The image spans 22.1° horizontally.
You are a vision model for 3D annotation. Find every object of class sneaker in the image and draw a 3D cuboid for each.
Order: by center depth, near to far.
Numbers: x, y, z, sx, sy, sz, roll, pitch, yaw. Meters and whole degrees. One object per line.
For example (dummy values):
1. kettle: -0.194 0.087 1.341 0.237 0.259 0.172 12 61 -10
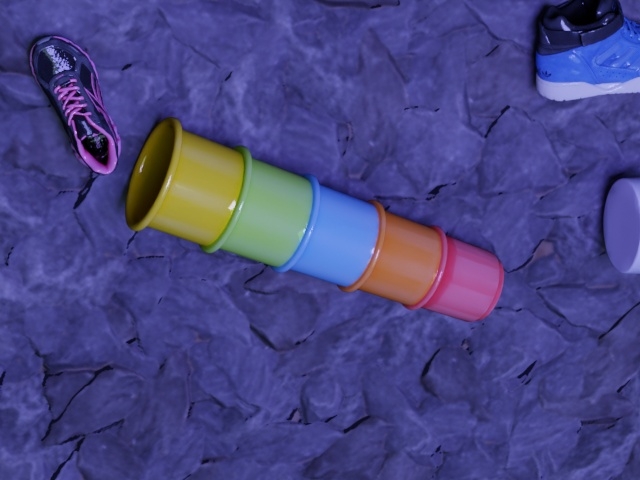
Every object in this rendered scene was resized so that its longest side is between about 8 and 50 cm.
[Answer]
1. sneaker: -0.184 -0.101 1.259 0.047 0.057 0.119 -26 116 1
2. sneaker: 0.249 -0.168 1.334 0.152 0.058 0.084 -8 124 -3

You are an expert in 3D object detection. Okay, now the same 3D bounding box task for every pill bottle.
1. pill bottle: 0.340 -0.015 1.397 0.180 0.108 0.108 -1 114 -14

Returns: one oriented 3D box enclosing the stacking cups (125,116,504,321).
1. stacking cups: 0.000 0.000 1.335 0.316 0.096 0.096 22 107 -24
